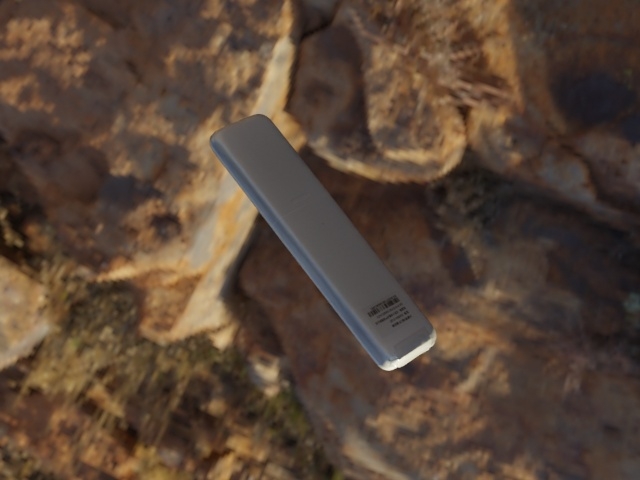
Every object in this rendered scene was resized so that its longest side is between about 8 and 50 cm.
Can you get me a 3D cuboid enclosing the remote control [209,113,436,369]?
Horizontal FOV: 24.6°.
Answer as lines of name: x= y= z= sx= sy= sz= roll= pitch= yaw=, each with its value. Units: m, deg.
remote control: x=0.000 y=0.000 z=1.253 sx=0.261 sy=0.067 sz=0.029 roll=52 pitch=142 yaw=14
